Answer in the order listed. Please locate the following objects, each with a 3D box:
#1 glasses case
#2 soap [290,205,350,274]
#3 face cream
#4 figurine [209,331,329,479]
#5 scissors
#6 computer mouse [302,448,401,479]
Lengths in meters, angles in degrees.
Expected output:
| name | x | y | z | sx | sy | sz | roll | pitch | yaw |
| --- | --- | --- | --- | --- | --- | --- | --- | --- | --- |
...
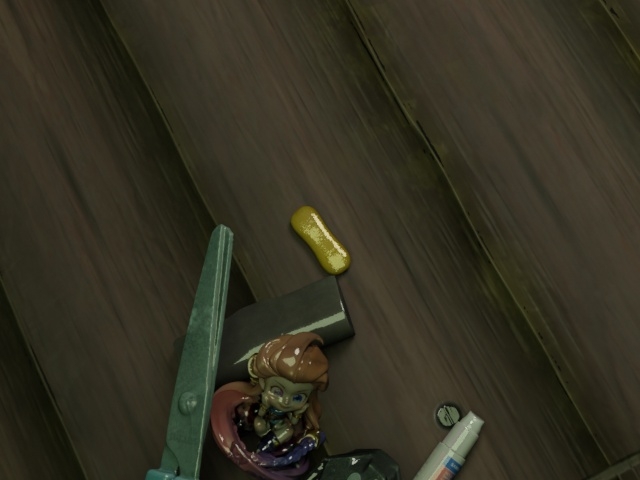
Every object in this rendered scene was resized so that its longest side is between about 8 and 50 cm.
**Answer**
| name | x | y | z | sx | sy | sz | roll | pitch | yaw |
| --- | --- | --- | --- | --- | --- | --- | --- | --- | --- |
| glasses case | -0.060 | 0.103 | 1.202 | 0.191 | 0.042 | 0.072 | -23 | 66 | 4 |
| soap | 0.000 | 0.000 | 1.228 | 0.034 | 0.012 | 0.089 | -36 | 73 | 0 |
| face cream | 0.123 | 0.231 | 1.141 | 0.034 | 0.034 | 0.130 | 34 | 83 | 15 |
| figurine | -0.046 | 0.160 | 1.141 | 0.126 | 0.114 | 0.157 | 16 | 98 | -3 |
| scissors | -0.135 | 0.203 | 1.110 | 0.193 | 0.029 | 0.447 | 5 | 82 | 34 |
| computer mouse | 0.019 | 0.315 | 1.105 | 0.126 | 0.071 | 0.231 | 8 | 68 | 44 |
